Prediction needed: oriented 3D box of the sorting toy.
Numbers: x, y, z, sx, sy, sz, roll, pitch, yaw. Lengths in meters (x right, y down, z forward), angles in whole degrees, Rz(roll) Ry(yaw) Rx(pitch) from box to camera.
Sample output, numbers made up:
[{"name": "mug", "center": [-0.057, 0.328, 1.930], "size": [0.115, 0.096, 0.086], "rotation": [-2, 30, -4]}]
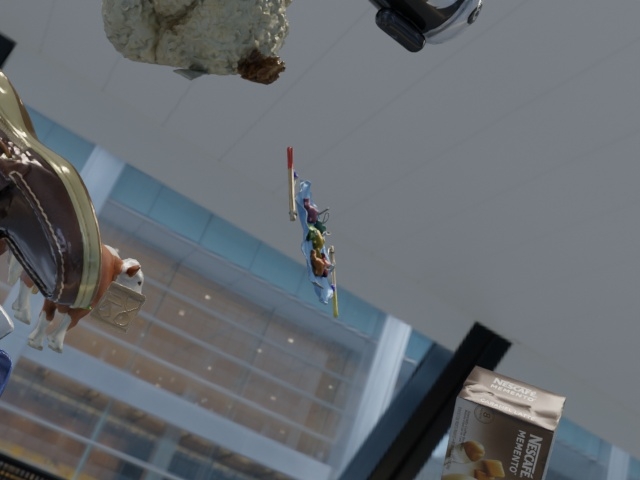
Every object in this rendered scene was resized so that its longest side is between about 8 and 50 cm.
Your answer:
[{"name": "sorting toy", "center": [-0.293, 0.089, 1.014], "size": [0.083, 0.062, 0.012], "rotation": [23, -25, 6]}]

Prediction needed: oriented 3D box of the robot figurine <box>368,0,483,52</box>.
[{"name": "robot figurine", "center": [0.161, -0.453, 1.234], "size": [0.209, 0.173, 0.278], "rotation": [-46, -48, 16]}]

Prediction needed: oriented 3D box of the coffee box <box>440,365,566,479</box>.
[{"name": "coffee box", "center": [0.259, 0.329, 1.069], "size": [0.141, 0.098, 0.246], "rotation": [17, -64, 23]}]

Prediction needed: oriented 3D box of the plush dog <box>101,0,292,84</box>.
[{"name": "plush dog", "center": [-0.107, -0.316, 0.867], "size": [0.263, 0.225, 0.211], "rotation": [-10, 27, -36]}]

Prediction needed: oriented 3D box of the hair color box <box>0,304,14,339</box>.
[{"name": "hair color box", "center": [-0.372, 0.080, 0.385], "size": [0.105, 0.347, 0.173], "rotation": [-14, -70, 50]}]

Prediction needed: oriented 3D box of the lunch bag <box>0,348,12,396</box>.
[{"name": "lunch bag", "center": [-0.287, 0.127, 0.554], "size": [0.067, 0.098, 0.065], "rotation": [30, -43, -20]}]

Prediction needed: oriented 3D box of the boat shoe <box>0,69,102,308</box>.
[{"name": "boat shoe", "center": [-0.338, -0.058, 0.742], "size": [0.342, 0.123, 0.123], "rotation": [53, -49, 25]}]

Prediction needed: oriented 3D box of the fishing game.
[{"name": "fishing game", "center": [0.000, 0.000, 1.058], "size": [0.041, 0.189, 0.264], "rotation": [-11, -41, 9]}]

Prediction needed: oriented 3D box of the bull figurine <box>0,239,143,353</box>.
[{"name": "bull figurine", "center": [-0.358, 0.050, 1.018], "size": [0.101, 0.188, 0.310], "rotation": [13, -27, 22]}]
